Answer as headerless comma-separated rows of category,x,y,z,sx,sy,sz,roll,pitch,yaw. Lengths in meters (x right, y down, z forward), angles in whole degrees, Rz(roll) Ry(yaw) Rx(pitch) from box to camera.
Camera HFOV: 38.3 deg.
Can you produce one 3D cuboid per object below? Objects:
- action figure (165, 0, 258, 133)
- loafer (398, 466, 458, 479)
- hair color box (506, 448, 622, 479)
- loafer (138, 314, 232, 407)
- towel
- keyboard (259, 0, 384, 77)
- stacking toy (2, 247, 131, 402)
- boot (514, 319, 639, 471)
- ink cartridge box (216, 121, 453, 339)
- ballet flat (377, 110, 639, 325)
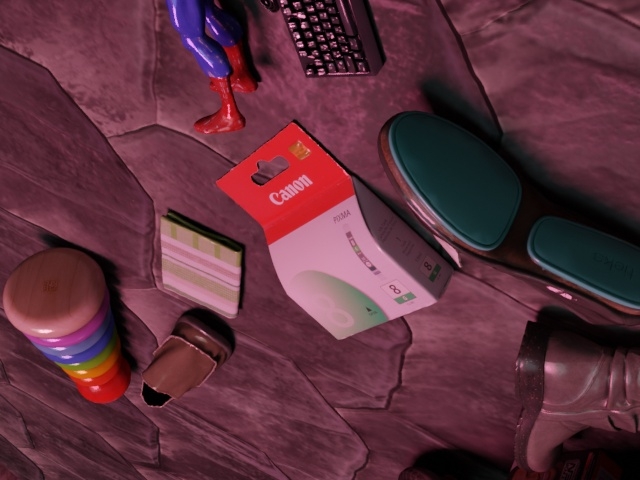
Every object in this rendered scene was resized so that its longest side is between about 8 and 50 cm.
action figure,-0.147,-0.216,0.752,0.139,0.091,0.280,1,139,10
loafer,0.168,0.408,1.303,0.130,0.133,0.366,3,154,-2
hair color box,0.280,0.293,1.086,0.043,0.072,0.141,42,145,-15
loafer,-0.201,0.187,1.329,0.094,0.087,0.251,34,147,-2
towel,-0.147,0.032,1.152,0.113,0.023,0.152,24,144,9
keyboard,-0.020,-0.206,0.738,0.108,0.023,0.180,9,139,32
stacking toy,-0.358,0.155,1.387,0.141,0.141,0.330,21,149,18
boot,0.284,0.181,0.938,0.161,0.083,0.246,10,142,21
ink cartridge box,0.000,0.000,0.959,0.225,0.056,0.181,40,146,-15
ballet flat,0.159,-0.005,0.791,0.280,0.095,0.096,34,159,-2
